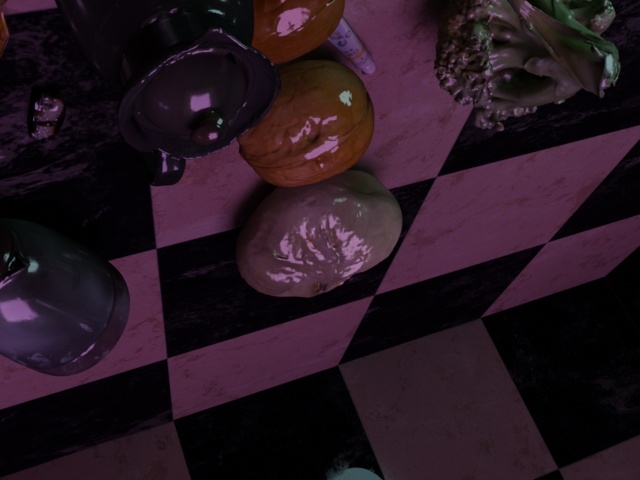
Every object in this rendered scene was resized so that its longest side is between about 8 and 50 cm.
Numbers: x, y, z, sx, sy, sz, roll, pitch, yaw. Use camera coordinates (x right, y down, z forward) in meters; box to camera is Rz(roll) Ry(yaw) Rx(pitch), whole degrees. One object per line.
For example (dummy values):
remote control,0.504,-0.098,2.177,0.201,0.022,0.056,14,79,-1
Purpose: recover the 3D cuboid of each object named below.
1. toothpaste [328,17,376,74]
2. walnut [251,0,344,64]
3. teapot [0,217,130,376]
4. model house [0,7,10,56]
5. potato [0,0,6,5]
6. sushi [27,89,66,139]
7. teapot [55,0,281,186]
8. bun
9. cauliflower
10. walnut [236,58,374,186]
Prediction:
toothpaste,0.037,-0.310,1.088,0.048,0.031,0.190,-29,152,19
walnut,-0.049,-0.299,0.956,0.211,0.087,0.167,-29,153,13
teapot,-0.535,0.076,1.189,0.315,0.233,0.312,0,155,18
model house,-0.462,-0.223,0.736,0.136,0.207,0.219,10,171,13
potato,-0.309,-0.306,0.648,0.138,0.098,0.243,-22,143,-13
sushi,-0.377,-0.173,0.980,0.046,0.044,0.083,-6,152,-32
teapot,-0.189,-0.199,0.799,0.305,0.285,0.223,-36,153,25
bun,0.000,0.000,1.468,0.361,0.213,0.361,-21,158,-9
cauliflower,0.326,-0.307,1.074,0.260,0.281,0.327,-45,156,-41
walnut,-0.025,-0.184,1.111,0.226,0.193,0.193,-20,156,-1
